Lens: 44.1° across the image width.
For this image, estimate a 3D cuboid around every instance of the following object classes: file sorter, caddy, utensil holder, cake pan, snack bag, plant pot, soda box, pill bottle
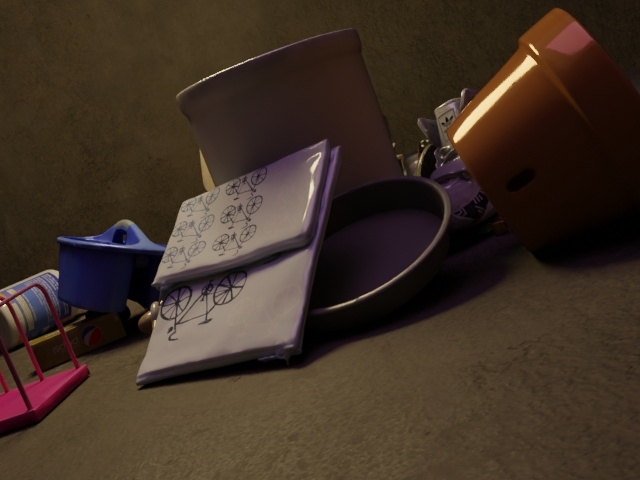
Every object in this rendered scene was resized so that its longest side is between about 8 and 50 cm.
[{"bbox_3d":[-0.558,0.205,1.232,0.290,0.182,0.202,-19,8,8],"label":"file sorter"},{"bbox_3d":[-0.409,0.046,1.632,0.241,0.179,0.341,6,0,-32],"label":"caddy"},{"bbox_3d":[-0.027,-0.121,1.362,0.327,0.386,0.327,-19,8,3],"label":"utensil holder"},{"bbox_3d":[0.052,0.018,1.094,0.293,0.054,0.293,-23,29,14],"label":"cake pan"},{"bbox_3d":[-0.126,0.036,1.116,0.323,0.037,0.343,-17,47,36],"label":"snack bag"},{"bbox_3d":[0.302,-0.121,1.027,0.203,0.291,0.291,-35,4,15],"label":"plant pot"},{"bbox_3d":[-0.481,0.195,1.564,0.181,0.058,0.061,-23,9,-18],"label":"soda box"},{"bbox_3d":[-0.734,0.167,2.065,0.152,0.152,0.272,-14,10,41],"label":"pill bottle"}]

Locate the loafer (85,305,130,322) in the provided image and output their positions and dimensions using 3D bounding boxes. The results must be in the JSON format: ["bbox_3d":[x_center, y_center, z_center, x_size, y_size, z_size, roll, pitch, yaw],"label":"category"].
[{"bbox_3d":[-0.460,0.160,1.754,0.061,0.062,0.170,-21,7,-41],"label":"loafer"}]

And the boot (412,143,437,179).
[{"bbox_3d":[0.160,-0.096,1.600,0.076,0.190,0.208,25,-15,-25],"label":"boot"}]

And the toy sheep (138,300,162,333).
[{"bbox_3d":[-0.235,0.129,1.306,0.132,0.091,0.091,-7,7,-4],"label":"toy sheep"}]

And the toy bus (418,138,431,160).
[{"bbox_3d":[0.328,-0.155,1.649,0.211,0.150,0.220,-9,2,-17],"label":"toy bus"}]

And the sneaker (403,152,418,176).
[{"bbox_3d":[0.255,-0.147,1.954,0.087,0.092,0.228,-21,-12,12],"label":"sneaker"}]

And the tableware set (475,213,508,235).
[{"bbox_3d":[0.322,-0.041,1.269,0.154,0.024,0.104,-27,7,-32],"label":"tableware set"}]

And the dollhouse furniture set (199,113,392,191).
[{"bbox_3d":[-0.020,-0.137,1.893,0.394,0.257,0.362,-25,-29,26],"label":"dollhouse furniture set"}]

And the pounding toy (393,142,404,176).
[{"bbox_3d":[0.178,-0.176,2.113,0.130,0.141,0.100,-22,7,-9],"label":"pounding toy"}]

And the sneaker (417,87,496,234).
[{"bbox_3d":[0.225,-0.128,1.349,0.137,0.210,0.365,-30,-2,43],"label":"sneaker"}]
